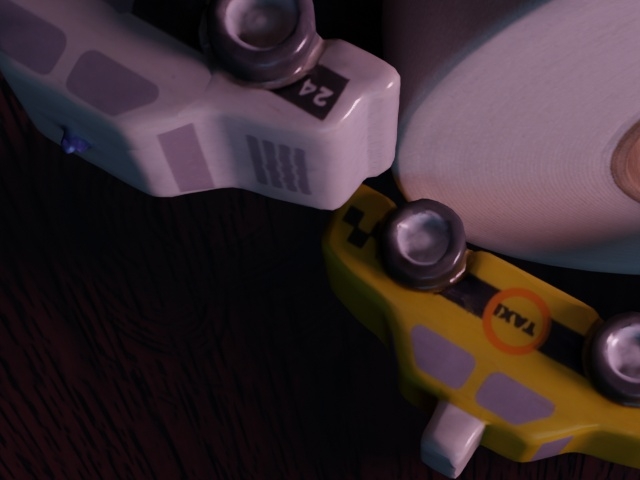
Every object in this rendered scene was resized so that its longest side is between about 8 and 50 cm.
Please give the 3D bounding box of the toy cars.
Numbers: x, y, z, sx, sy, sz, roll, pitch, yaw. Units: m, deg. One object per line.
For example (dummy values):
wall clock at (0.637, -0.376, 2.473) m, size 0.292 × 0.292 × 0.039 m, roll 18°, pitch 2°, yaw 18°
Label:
toy cars at (0.000, 0.000, 0.540) m, size 0.394 × 0.087 × 0.176 m, roll 39°, pitch 165°, yaw -29°

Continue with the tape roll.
tape roll at (0.217, -0.073, 0.562) m, size 0.392 × 0.072 × 0.392 m, roll -2°, pitch 162°, yaw -1°
